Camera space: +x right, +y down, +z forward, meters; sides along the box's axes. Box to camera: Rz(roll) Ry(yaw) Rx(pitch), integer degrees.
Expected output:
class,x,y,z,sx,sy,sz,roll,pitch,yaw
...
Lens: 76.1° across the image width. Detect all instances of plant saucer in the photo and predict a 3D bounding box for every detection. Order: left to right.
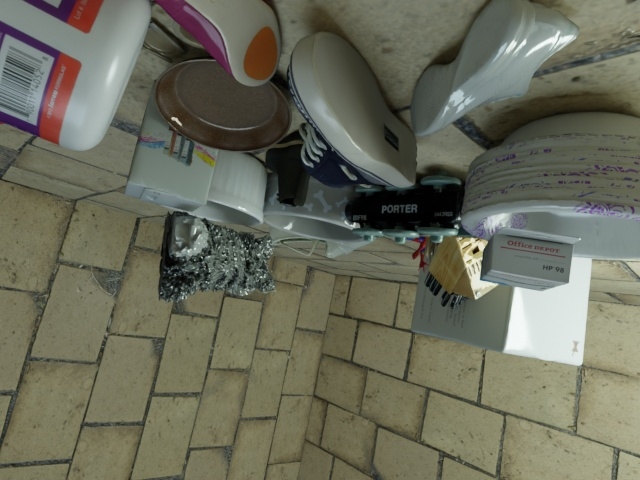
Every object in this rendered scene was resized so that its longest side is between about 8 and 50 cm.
class,x,y,z,sx,sy,sz,roll,pitch,yaw
plant saucer,-0.140,-0.203,0.608,0.199,0.036,0.198,3,157,1

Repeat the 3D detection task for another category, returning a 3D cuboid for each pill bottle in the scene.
class,x,y,z,sx,sy,sz,roll,pitch,yaw
pill bottle,-0.333,-0.221,0.351,0.323,0.181,0.181,23,166,-29

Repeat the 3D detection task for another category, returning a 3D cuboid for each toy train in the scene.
class,x,y,z,sx,sy,sz,roll,pitch,yaw
toy train,0.213,-0.059,0.889,0.190,0.142,0.334,7,176,-42

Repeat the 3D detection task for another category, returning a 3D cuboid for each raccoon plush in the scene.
class,x,y,z,sx,sy,sz,roll,pitch,yaw
raccoon plush,-0.205,0.056,0.946,0.299,0.216,0.446,6,-179,-23

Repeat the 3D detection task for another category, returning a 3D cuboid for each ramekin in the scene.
class,x,y,z,sx,sy,sz,roll,pitch,yaw
ramekin,-0.259,-0.134,0.972,0.277,0.135,0.277,11,171,2

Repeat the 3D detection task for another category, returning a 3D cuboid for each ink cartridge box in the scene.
class,x,y,z,sx,sy,sz,roll,pitch,yaw
ink cartridge box,-0.256,-0.153,0.721,0.127,0.176,0.128,16,170,-26
ink cartridge box,0.308,0.033,0.623,0.104,0.060,0.180,10,171,17

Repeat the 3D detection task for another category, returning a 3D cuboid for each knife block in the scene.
class,x,y,z,sx,sy,sz,roll,pitch,yaw
knife block,0.352,0.060,1.116,0.088,0.275,0.242,-28,-165,-18

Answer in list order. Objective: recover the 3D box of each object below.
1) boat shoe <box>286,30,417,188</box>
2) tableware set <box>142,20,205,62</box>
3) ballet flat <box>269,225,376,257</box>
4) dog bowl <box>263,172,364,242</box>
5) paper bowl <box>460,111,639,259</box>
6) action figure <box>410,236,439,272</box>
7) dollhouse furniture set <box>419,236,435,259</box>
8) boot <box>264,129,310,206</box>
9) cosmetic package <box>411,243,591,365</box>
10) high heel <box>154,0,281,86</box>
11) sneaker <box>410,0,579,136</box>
class,x,y,z,sx,sy,sz,roll,pitch,yaw
boat shoe,0.016,-0.146,0.577,0.158,0.127,0.340,-3,166,30
tableware set,-0.202,-0.262,0.482,0.169,0.020,0.141,3,168,40
ballet flat,0.000,0.000,1.490,0.400,0.139,0.139,9,171,12
dog bowl,-0.012,-0.077,1.127,0.349,0.102,0.349,12,171,2
paper bowl,0.352,-0.072,0.572,0.284,0.148,0.284,10,171,2
action figure,0.262,0.016,1.275,0.280,0.139,0.091,10,172,-4
dollhouse furniture set,0.240,-0.013,1.134,0.151,0.123,0.144,7,170,24
boot,-0.074,-0.124,0.801,0.077,0.137,0.198,15,171,-23
cosmetic package,0.554,0.179,1.297,0.329,0.327,0.394,15,171,-24
high heel,-0.125,-0.242,0.416,0.117,0.082,0.244,38,-169,15
sneaker,0.175,-0.169,0.450,0.094,0.080,0.212,1,172,-15
